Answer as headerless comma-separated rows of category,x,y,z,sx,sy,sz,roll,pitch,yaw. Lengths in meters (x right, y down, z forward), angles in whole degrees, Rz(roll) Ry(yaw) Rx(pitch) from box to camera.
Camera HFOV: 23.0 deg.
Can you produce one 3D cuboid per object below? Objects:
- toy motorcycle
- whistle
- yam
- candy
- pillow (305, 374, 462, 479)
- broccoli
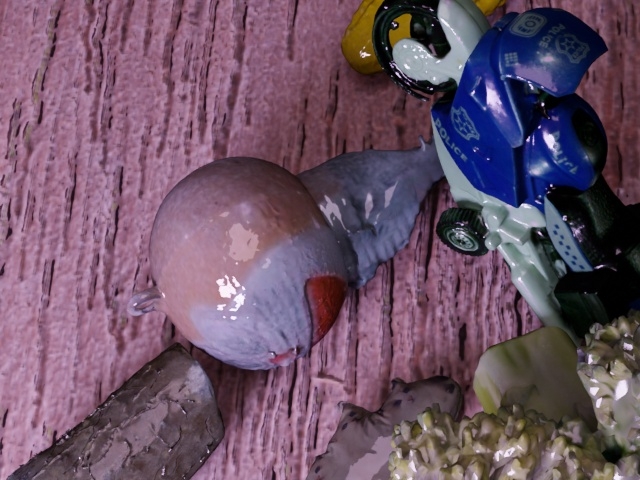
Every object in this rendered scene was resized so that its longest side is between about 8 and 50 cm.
toy motorcycle,0.173,-0.067,1.254,0.196,0.331,0.125,-5,35,50
whistle,0.000,0.000,1.331,0.348,0.189,0.189,-24,64,-17
yam,-0.157,0.176,1.302,0.183,0.107,0.107,-42,67,-8
candy,0.101,-0.226,1.457,0.199,0.094,0.106,-42,67,-3
pillow,0.026,0.203,1.291,0.093,0.051,0.241,26,74,19
broccoli,0.170,0.174,1.130,0.302,0.249,0.375,51,123,34
